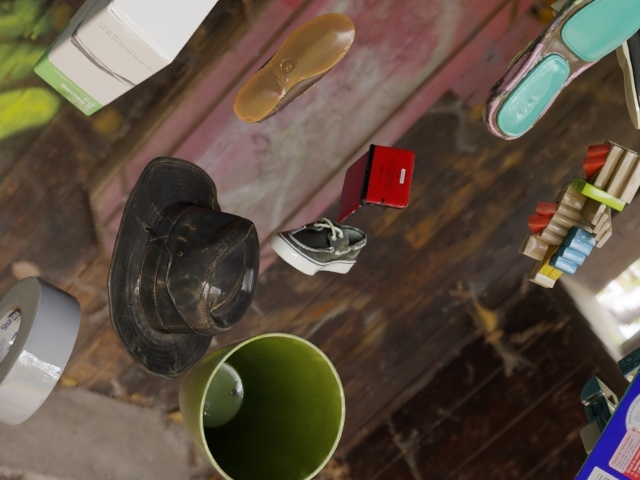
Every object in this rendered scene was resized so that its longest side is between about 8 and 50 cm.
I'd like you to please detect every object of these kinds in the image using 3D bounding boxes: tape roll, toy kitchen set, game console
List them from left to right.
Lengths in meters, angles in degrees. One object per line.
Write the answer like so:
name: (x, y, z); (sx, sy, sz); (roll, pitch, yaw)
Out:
tape roll: (-0.455, 0.166, 1.632); (0.072, 0.219, 0.219); (30, 24, -30)
game console: (0.102, -0.097, 1.970); (0.124, 0.085, 0.144); (9, 51, 3)
toy kitchen set: (0.511, 0.265, 1.756); (0.122, 0.166, 0.207); (42, 22, -25)

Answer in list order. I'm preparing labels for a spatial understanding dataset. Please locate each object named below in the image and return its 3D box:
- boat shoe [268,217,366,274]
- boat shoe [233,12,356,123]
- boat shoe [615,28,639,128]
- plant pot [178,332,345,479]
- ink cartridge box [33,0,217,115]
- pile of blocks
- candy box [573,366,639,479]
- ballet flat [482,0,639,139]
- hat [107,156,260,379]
boat shoe: (0.000, 0.000, 1.535); (0.078, 0.070, 0.219); (43, 16, 19)
boat shoe: (-0.036, -0.242, 1.501); (0.073, 0.207, 0.073); (55, 12, 1)
boat shoe: (0.407, -0.208, 1.371); (0.049, 0.042, 0.133); (74, 10, -79)
plant pot: (-0.144, 0.299, 1.968); (0.275, 0.275, 0.293); (37, -17, -22)
ink cartridge box: (-0.268, -0.315, 1.536); (0.115, 0.273, 0.198); (42, 60, -22)
pile of blocks: (0.465, -0.043, 2.007); (0.112, 0.362, 0.149); (23, 37, -7)
candy box: (0.485, 0.322, 1.536); (0.122, 0.268, 0.317); (28, -10, 33)
ballet flat: (0.246, -0.200, 1.111); (0.077, 0.221, 0.079); (36, 15, -31)
hat: (-0.166, 0.035, 1.537); (0.331, 0.134, 0.331); (-2, 90, -65)
